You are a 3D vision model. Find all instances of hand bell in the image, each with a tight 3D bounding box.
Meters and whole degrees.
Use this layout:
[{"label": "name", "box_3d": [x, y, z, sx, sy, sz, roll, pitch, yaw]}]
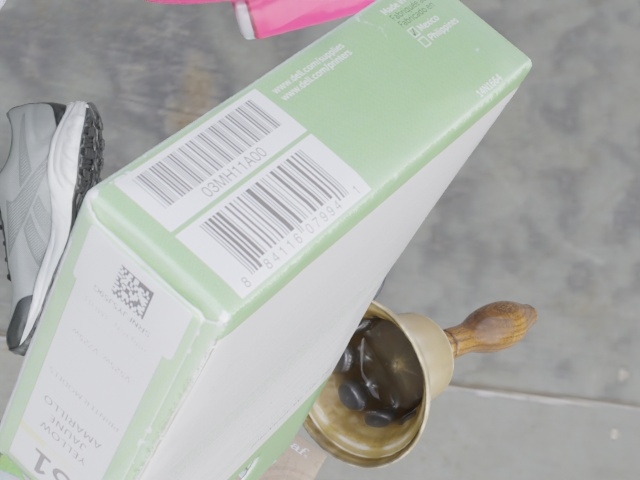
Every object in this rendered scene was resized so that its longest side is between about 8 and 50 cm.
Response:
[{"label": "hand bell", "box_3d": [0.098, 0.079, 1.078, 0.242, 0.126, 0.126, -15, 98, -49]}]

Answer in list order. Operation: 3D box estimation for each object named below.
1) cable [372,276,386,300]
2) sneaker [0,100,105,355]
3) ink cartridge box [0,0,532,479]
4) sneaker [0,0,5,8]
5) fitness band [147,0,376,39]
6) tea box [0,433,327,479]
[{"label": "cable", "box_3d": [0.000, 0.000, 1.259, 0.184, 0.047, 0.151, 8, 76, -52]}, {"label": "sneaker", "box_3d": [-0.298, -0.015, 1.483, 0.108, 0.100, 0.271, 7, 83, 7]}, {"label": "ink cartridge box", "box_3d": [-0.035, 0.038, 0.477, 0.056, 0.235, 0.171, 40, 45, 9]}, {"label": "sneaker", "box_3d": [-0.407, -0.239, 1.335, 0.137, 0.210, 0.366, 41, 74, -44]}, {"label": "fitness band", "box_3d": [0.010, -0.209, 0.867, 0.291, 0.209, 0.054, -15, 126, -1]}, {"label": "tea box", "box_3d": [-0.228, 0.322, 1.755, 0.329, 0.323, 0.220, 34, 37, 0]}]
